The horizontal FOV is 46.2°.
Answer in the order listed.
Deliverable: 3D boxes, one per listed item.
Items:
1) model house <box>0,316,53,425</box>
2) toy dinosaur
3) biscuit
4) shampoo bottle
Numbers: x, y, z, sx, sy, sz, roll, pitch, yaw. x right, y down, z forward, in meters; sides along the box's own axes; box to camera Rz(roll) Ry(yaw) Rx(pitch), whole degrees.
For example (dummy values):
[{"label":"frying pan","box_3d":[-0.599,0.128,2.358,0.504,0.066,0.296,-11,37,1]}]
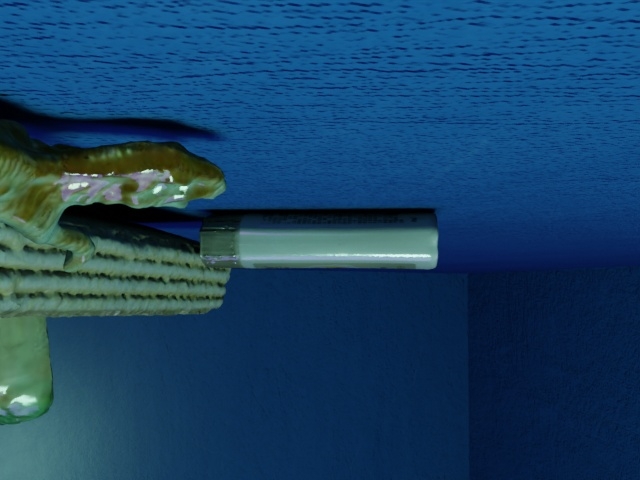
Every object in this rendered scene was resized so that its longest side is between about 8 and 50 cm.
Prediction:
[{"label":"model house","box_3d":[-0.465,0.096,0.805,0.280,0.245,0.312,-5,172,-30]},{"label":"toy dinosaur","box_3d":[-0.248,0.000,0.329,0.393,0.092,0.205,-2,163,-38]},{"label":"biscuit","box_3d":[-0.224,0.013,0.656,0.144,0.078,0.426,16,180,17]},{"label":"shampoo bottle","box_3d":[0.000,0.000,0.740,0.228,0.055,0.086,0,-176,5]}]
